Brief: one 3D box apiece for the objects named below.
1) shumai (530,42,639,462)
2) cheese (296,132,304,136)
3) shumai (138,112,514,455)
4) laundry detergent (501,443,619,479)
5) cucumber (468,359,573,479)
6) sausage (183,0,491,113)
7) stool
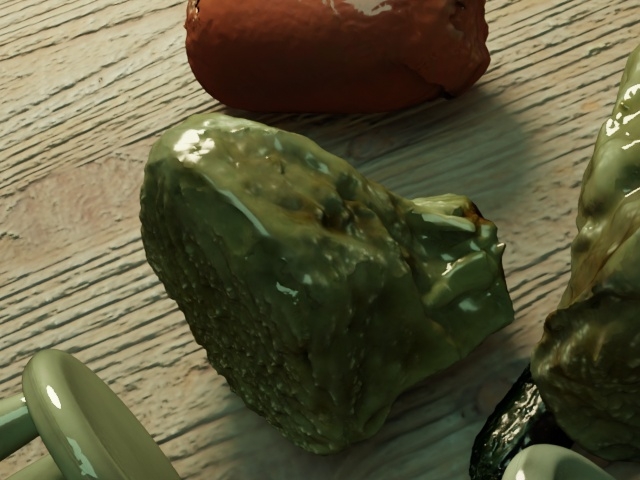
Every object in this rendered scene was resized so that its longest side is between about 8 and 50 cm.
[{"bbox_3d":[0.277,-0.023,0.615,0.304,0.309,0.263,-42,40,41],"label":"shumai"},{"bbox_3d":[-0.053,-0.046,0.833,0.121,0.026,0.067,-33,60,-8],"label":"cheese"},{"bbox_3d":[0.000,0.000,0.694,0.222,0.225,0.260,-42,99,-24],"label":"shumai"},{"bbox_3d":[0.153,0.218,0.488,0.105,0.281,0.214,-26,53,34],"label":"laundry detergent"},{"bbox_3d":[0.186,0.093,0.684,0.067,0.067,0.245,29,72,25],"label":"cucumber"},{"bbox_3d":[0.010,-0.185,0.830,0.280,0.152,0.152,4,62,17],"label":"sausage"},{"bbox_3d":[-0.201,0.202,0.626,0.199,0.195,0.195,-36,60,-8],"label":"stool"}]
